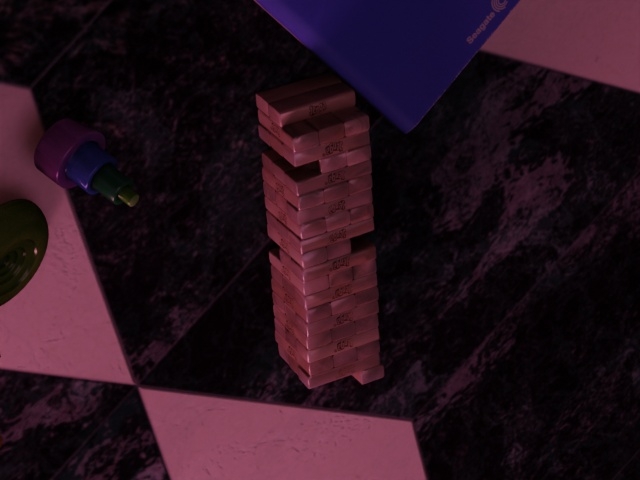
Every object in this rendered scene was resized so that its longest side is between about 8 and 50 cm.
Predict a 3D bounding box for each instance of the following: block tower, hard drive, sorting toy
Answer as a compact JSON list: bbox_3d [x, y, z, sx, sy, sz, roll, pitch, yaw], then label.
[{"bbox_3d":[0.000,0.000,1.950,0.097,0.091,0.335,-18,121,-20],"label":"block tower"},{"bbox_3d":[0.053,-0.278,1.869,0.210,0.040,0.318,-50,127,1],"label":"hard drive"},{"bbox_3d":[-0.290,0.064,1.770,0.365,0.126,0.127,-56,159,6],"label":"sorting toy"}]
